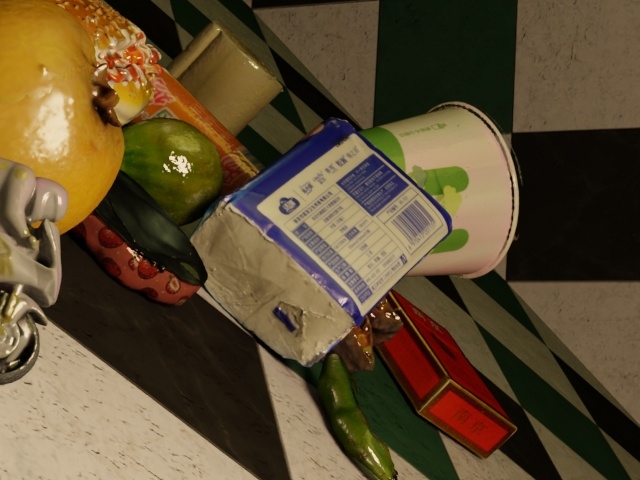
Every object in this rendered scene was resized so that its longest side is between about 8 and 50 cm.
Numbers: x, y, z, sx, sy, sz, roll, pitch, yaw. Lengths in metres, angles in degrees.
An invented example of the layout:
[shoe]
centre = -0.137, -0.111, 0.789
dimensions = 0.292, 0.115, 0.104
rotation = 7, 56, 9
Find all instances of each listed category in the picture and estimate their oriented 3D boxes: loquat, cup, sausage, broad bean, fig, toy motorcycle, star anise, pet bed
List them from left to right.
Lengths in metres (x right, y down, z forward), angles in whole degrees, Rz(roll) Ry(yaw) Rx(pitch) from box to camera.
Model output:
[toy motorcycle]
centre = -0.256, -0.013, 1.176
dimensions = 0.225, 0.152, 0.073
rotation = 49, -31, 0
[loquat]
centre = -0.257, -0.097, 1.310
dimensions = 0.208, 0.208, 0.208
rotation = 42, 10, -10
[pet bed]
centre = -0.194, -0.012, 1.645
dimensions = 0.201, 0.053, 0.201
rotation = 42, 9, -9
[fig]
centre = -0.187, -0.076, 1.775
dimensions = 0.156, 0.123, 0.123
rotation = -3, 44, -49
[sausage]
centre = -0.166, -0.127, 2.101
dimensions = 0.312, 0.093, 0.093
rotation = 46, 10, 8
[star anise]
centre = 0.000, 0.060, 1.966
dimensions = 0.214, 0.099, 0.220
rotation = 38, 32, -15
[broad bean]
centre = 0.031, 0.187, 1.738
dimensions = 0.061, 0.046, 0.195
rotation = 50, 7, -48
[cup]
centre = 0.096, -0.056, 2.247
dimensions = 0.274, 0.253, 0.253
rotation = -8, 44, -35

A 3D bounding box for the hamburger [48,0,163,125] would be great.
[hamburger]
centre = -0.287, -0.210, 1.796
dimensions = 0.227, 0.151, 0.295
rotation = 37, 13, -6

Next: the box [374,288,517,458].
[box]
centre = 0.151, 0.172, 2.193
dimensions = 0.153, 0.074, 0.240
rotation = 32, 14, -35

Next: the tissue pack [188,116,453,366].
[tissue pack]
centre = 0.000, 0.000, 1.842
dimensions = 0.209, 0.137, 0.270
rotation = 40, 37, 5

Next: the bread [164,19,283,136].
[bread]
centre = -0.151, -0.234, 2.446
dimensions = 0.148, 0.141, 0.134
rotation = 47, 12, 11
